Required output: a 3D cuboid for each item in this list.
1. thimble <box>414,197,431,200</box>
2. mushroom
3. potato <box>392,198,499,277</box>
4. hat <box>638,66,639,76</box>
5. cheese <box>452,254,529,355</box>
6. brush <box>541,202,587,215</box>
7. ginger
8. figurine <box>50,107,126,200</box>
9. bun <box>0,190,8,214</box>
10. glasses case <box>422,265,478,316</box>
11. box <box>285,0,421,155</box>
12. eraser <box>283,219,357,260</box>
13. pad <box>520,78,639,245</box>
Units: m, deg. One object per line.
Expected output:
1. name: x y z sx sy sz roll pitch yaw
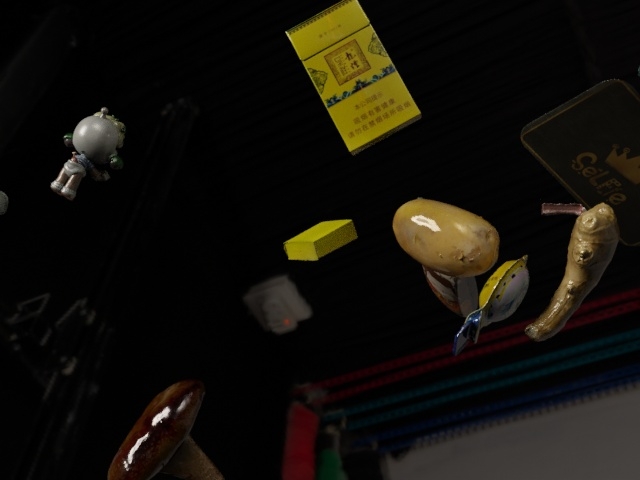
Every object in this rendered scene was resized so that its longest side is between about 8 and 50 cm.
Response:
1. thimble: 0.253 -0.058 1.944 0.110 0.084 0.062 39 122 57
2. mushroom: -0.214 0.363 1.371 0.217 0.227 0.148 37 180 -13
3. potato: 0.244 -0.006 1.642 0.146 0.234 0.150 -35 -49 -42
4. hat: 0.829 -0.432 1.949 0.191 0.138 0.077 -31 -74 -49
5. cheese: 0.329 0.123 1.569 0.064 0.250 0.156 33 151 27
6. brush: 0.664 -0.068 1.908 0.071 0.301 0.084 60 -149 -83
7. ginger: 0.484 0.067 1.570 0.086 0.294 0.131 31 -171 29
8. figurine: -0.465 -0.172 1.659 0.197 0.147 0.093 -63 -16 -3
9. bun: -0.503 -0.060 1.222 0.083 0.083 0.045 8 -97 -70
10. glasses case: 0.302 0.088 1.919 0.122 0.082 0.321 46 173 28
11. box: 0.063 -0.318 1.584 0.279 0.153 0.041 63 -174 11
12. eraser: 0.000 0.000 1.697 0.122 0.097 0.045 -30 -71 -41
13. pad: 0.552 -0.105 1.586 0.375 0.315 0.063 41 -131 -17
